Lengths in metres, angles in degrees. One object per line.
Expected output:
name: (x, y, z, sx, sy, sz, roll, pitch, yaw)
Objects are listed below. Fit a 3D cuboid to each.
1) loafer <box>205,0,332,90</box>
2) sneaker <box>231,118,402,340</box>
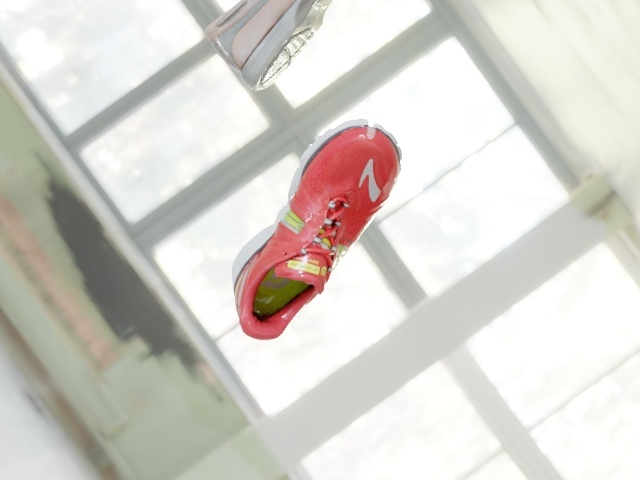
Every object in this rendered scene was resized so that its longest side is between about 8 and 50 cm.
loafer: (-0.004, -0.123, 0.639, 0.039, 0.125, 0.045, 42, 16, 9)
sneaker: (0.000, 0.000, 1.552, 0.107, 0.279, 0.118, 25, 30, -17)
